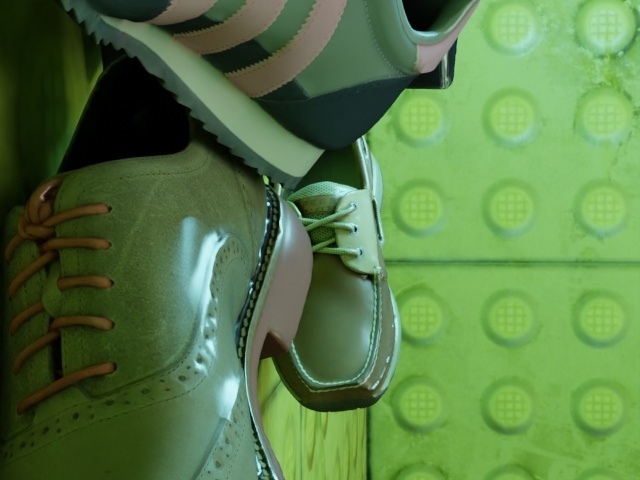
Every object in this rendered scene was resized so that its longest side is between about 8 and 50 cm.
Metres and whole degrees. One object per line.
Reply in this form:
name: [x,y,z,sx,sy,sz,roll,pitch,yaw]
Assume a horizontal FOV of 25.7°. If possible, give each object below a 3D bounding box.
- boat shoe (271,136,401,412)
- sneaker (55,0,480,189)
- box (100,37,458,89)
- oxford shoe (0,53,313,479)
boat shoe: [0.000,0.000,1.259,0.120,0.123,0.324,76,7,-48]
sneaker: [-0.035,-0.127,0.495,0.112,0.131,0.319,57,9,22]
box: [-0.014,-0.265,0.714,0.296,0.183,0.294,-76,164,-59]
oxford shoe: [-0.086,0.048,0.513,0.348,0.123,0.130,-87,153,-58]
